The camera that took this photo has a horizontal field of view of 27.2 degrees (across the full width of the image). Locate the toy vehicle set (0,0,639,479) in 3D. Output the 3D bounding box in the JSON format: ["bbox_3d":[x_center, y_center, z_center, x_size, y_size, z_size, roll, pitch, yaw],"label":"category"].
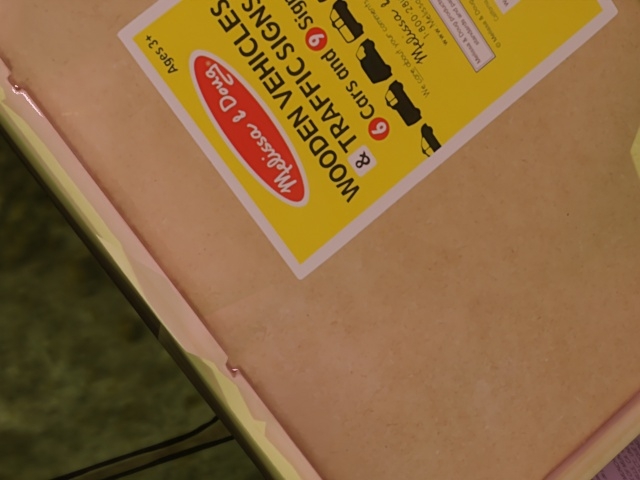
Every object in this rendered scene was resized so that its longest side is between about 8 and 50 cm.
[{"bbox_3d":[0.006,-0.051,0.339,0.166,0.035,0.267,-39,107,-12],"label":"toy vehicle set"}]

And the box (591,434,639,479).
[{"bbox_3d":[0.045,0.146,0.473,0.103,0.114,0.203,9,127,-31],"label":"box"}]
